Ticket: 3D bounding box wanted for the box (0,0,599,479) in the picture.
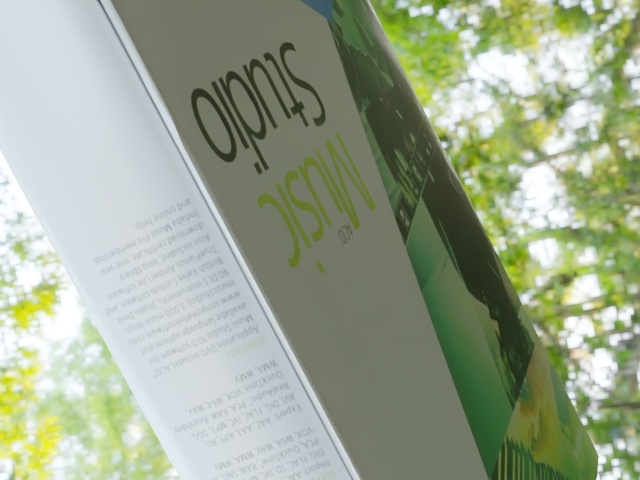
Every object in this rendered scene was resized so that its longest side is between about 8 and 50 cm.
[{"bbox_3d":[0.000,0.000,0.461,0.322,0.058,0.232,63,-158,-9],"label":"box"}]
